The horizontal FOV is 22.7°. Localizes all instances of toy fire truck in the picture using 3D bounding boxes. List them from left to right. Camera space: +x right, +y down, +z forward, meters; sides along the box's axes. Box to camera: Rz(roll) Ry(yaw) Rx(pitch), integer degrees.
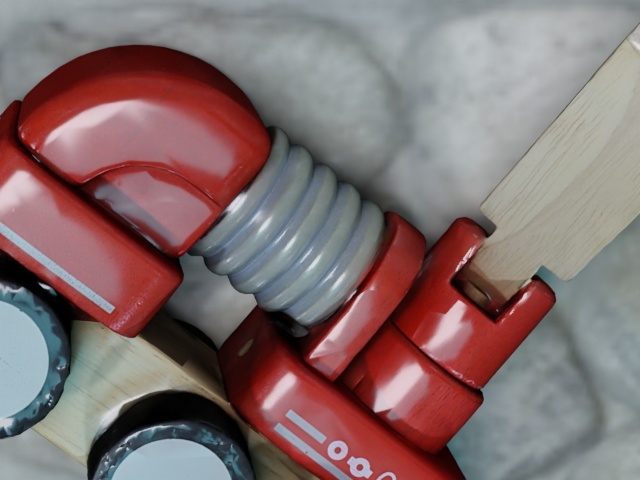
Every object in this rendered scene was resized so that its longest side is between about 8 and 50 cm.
[{"bbox_3d":[0.000,0.000,0.555,0.217,0.158,0.246,39,96,-15],"label":"toy fire truck"}]
